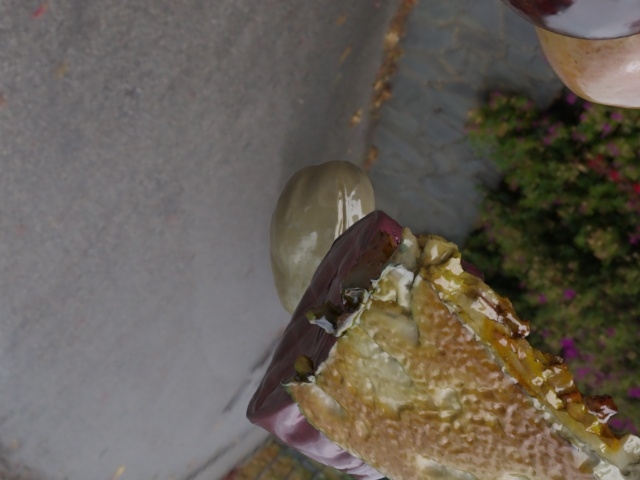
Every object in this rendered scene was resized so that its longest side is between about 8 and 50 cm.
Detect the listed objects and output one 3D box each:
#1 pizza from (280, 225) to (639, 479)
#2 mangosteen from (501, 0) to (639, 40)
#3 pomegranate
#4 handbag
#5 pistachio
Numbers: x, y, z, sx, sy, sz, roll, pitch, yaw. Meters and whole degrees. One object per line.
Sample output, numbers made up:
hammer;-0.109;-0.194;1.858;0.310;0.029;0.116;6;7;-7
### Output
pizza;0.090;0.086;0.753;0.081;0.290;0.228;-40;124;-38
mangosteen;0.234;-0.266;0.816;0.258;0.215;0.215;-20;162;-19
pomegranate;0.431;-0.339;1.403;0.338;0.338;0.338;-54;175;-7
handbag;0.044;0.094;0.970;0.146;0.135;0.225;-42;-161;58
pistachio;0.000;0.000;1.327;0.136;0.136;0.226;-49;155;-52
